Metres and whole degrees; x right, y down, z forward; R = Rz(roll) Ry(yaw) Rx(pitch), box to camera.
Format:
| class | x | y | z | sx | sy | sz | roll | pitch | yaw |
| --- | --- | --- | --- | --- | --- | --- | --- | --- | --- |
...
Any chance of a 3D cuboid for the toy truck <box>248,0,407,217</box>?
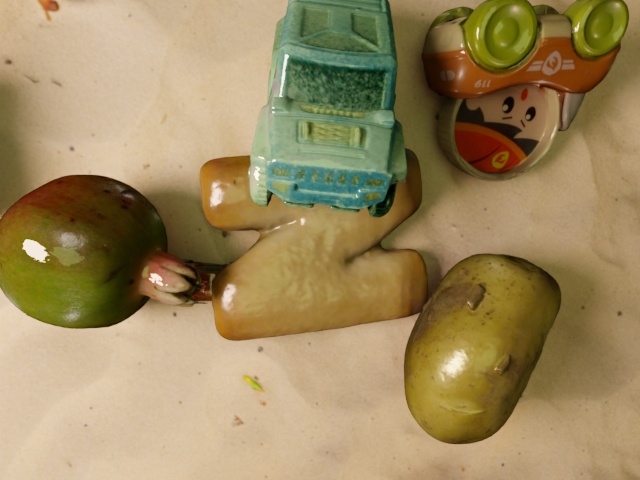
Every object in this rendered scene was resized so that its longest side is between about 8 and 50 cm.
| class | x | y | z | sx | sy | sz | roll | pitch | yaw |
| --- | --- | --- | --- | --- | --- | --- | --- | --- | --- |
| toy truck | 0.010 | -0.155 | 0.455 | 0.155 | 0.156 | 0.278 | 6 | 53 | -3 |

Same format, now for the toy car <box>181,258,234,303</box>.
| class | x | y | z | sx | sy | sz | roll | pitch | yaw |
| --- | --- | --- | --- | --- | --- | --- | --- | --- | --- |
| toy car | -0.145 | 0.057 | 0.551 | 0.122 | 0.035 | 0.059 | 3 | 89 | -4 |

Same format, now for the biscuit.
| class | x | y | z | sx | sy | sz | roll | pitch | yaw |
| --- | --- | --- | --- | --- | --- | --- | --- | --- | --- |
| biscuit | 0.000 | 0.000 | 0.537 | 0.291 | 0.062 | 0.236 | -4 | 93 | -11 |

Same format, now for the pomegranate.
| class | x | y | z | sx | sy | sz | roll | pitch | yaw |
| --- | --- | --- | --- | --- | --- | --- | --- | --- | --- |
| pomegranate | -0.235 | 0.024 | 0.463 | 0.210 | 0.180 | 0.179 | 22 | 91 | 6 |

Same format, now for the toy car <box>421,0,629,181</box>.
| class | x | y | z | sx | sy | sz | roll | pitch | yaw |
| --- | --- | --- | --- | --- | --- | --- | --- | --- | --- |
| toy car | 0.245 | -0.187 | 0.539 | 0.235 | 0.145 | 0.235 | -3 | 114 | -7 |

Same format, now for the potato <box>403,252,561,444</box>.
| class | x | y | z | sx | sy | sz | roll | pitch | yaw |
| --- | --- | --- | --- | --- | --- | --- | --- | --- | --- |
| potato | 0.192 | 0.125 | 0.517 | 0.149 | 0.197 | 0.228 | 24 | 103 | 13 |
